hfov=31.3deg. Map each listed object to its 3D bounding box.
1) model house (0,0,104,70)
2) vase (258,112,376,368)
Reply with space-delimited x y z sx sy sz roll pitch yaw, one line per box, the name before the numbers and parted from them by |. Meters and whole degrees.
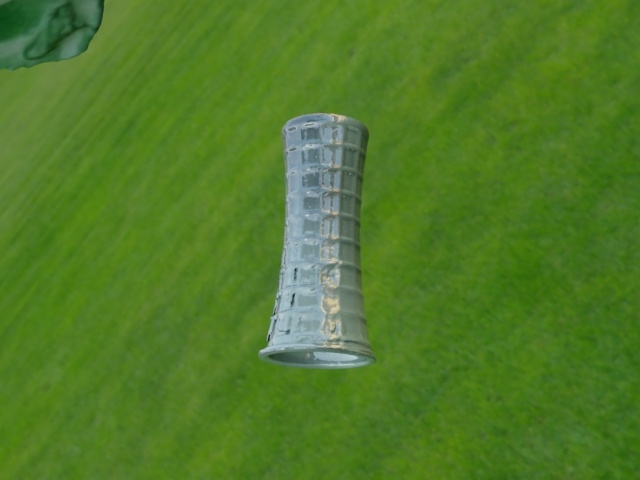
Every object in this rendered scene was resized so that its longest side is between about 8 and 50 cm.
model house | -0.320 -0.356 1.033 0.325 0.194 0.267 62 142 25
vase | 0.000 0.000 1.403 0.143 0.143 0.298 -19 65 52
